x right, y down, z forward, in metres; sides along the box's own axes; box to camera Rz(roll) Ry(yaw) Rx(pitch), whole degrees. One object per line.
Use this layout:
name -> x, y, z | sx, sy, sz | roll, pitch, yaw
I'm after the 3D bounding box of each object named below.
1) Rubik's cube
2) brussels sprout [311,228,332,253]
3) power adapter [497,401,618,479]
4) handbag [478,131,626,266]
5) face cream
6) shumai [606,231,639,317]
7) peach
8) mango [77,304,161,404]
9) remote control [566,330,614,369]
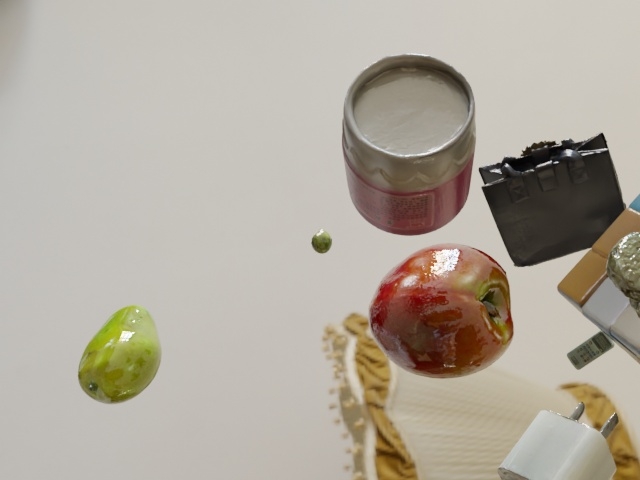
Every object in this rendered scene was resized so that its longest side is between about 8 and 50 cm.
Rubik's cube -> 0.743, 0.117, 1.765 | 0.347, 0.346, 0.344 | 37, 7, -20
brussels sprout -> 0.000, -0.001, 2.026 | 0.051, 0.046, 0.083 | -60, -166, 8
power adapter -> 0.408, 0.351, 1.496 | 0.130, 0.205, 0.125 | 16, -37, 48
handbag -> 0.565, -0.106, 2.193 | 0.121, 0.303, 0.329 | -89, 155, -44
face cream -> 0.117, -0.124, 1.207 | 0.195, 0.175, 0.175 | 77, 2, -62
shumai -> 0.396, 0.051, 1.095 | 0.087, 0.124, 0.099 | 104, 4, -51
peach -> 0.204, 0.135, 1.681 | 0.245, 0.275, 0.248 | -5, 81, -49
mango -> -0.439, 0.255, 1.997 | 0.149, 0.185, 0.273 | 45, 6, -21
remote control -> 0.663, 0.269, 2.237 | 0.018, 0.124, 0.053 | -14, 66, -50
